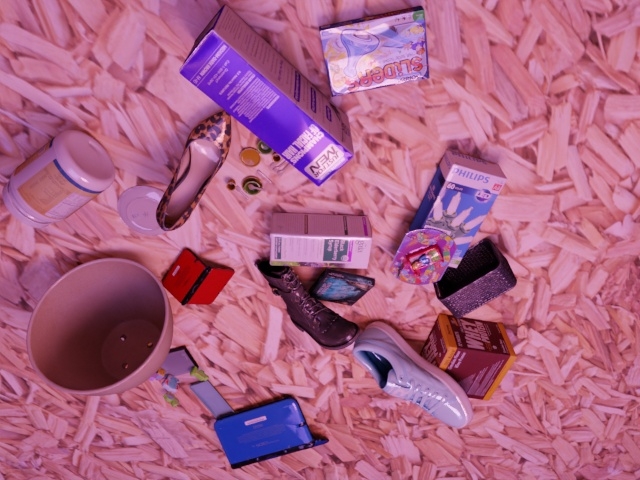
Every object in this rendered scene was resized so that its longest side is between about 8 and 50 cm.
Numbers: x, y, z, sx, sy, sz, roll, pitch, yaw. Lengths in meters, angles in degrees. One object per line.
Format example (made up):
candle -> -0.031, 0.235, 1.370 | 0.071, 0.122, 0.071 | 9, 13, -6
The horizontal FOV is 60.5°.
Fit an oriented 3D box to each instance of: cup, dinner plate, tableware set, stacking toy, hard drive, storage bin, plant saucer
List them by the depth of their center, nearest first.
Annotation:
tableware set -> -0.148, -0.157, 1.237 | 0.154, 0.024, 0.104 | -34, 120, 21
dinner plate -> -0.410, -0.066, 1.300 | 0.141, 0.017, 0.141 | 0, 126, 0
cup -> -0.506, 0.240, 1.368 | 0.332, 0.330, 0.237 | -5, 152, 2
storage bin -> 0.381, 0.095, 1.376 | 0.180, 0.122, 0.084 | -34, 120, 21
stacking toy -> -0.461, 0.398, 1.583 | 0.221, 0.052, 0.167 | 36, 118, -25
hard drive -> -0.436, 0.358, 1.602 | 0.135, 0.022, 0.094 | -15, 125, 9
plant saucer -> -0.331, 0.498, 1.710 | 0.067, 0.018, 0.192 | -20, 123, 12

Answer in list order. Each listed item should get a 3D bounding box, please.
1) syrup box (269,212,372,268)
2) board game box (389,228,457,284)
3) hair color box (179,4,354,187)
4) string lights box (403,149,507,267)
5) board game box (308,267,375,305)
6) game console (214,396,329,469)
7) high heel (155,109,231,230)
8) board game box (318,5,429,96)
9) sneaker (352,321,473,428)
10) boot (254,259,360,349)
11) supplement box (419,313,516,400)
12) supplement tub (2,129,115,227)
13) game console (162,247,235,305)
syrup box -> 0.000, 0.000, 1.311 | 0.237, 0.096, 0.093 | 3, 126, -3
board game box -> 0.245, 0.051, 1.301 | 0.133, 0.033, 0.168 | 15, 125, -10
hair color box -> -0.091, -0.274, 1.055 | 0.339, 0.185, 0.110 | 36, 117, -24
string lights box -> 0.307, -0.069, 1.282 | 0.134, 0.076, 0.259 | 14, 125, -10
board game box -> 0.049, 0.121, 1.387 | 0.126, 0.026, 0.186 | 12, 156, -10
game console -> -0.155, 0.627, 1.794 | 0.293, 0.173, 0.250 | -20, 97, 11
high heel -> -0.257, -0.140, 1.144 | 0.093, 0.186, 0.261 | 28, 121, -20
board game box -> 0.108, -0.370, 1.083 | 0.202, 0.035, 0.136 | -10, 126, 6
sneaker -> 0.228, 0.384, 1.457 | 0.366, 0.150, 0.135 | 39, 131, 17
boot -> -0.041, 0.151, 1.358 | 0.263, 0.091, 0.228 | 15, 145, 43
supplement box -> 0.405, 0.329, 1.542 | 0.194, 0.129, 0.191 | 10, 125, -9
supplement tub -> -0.558, -0.127, 1.170 | 0.200, 0.144, 0.144 | -30, 121, 19
game console -> -0.317, 0.095, 1.421 | 0.124, 0.085, 0.144 | 43, 118, 7
